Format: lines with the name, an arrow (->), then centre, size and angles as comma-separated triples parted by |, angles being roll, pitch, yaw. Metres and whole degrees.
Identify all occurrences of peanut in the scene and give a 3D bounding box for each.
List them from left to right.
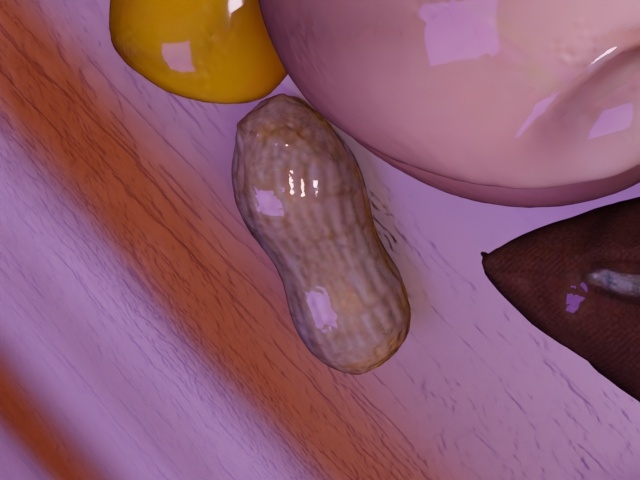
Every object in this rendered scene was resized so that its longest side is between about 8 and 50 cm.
peanut -> 0.000, 0.000, 0.947 | 0.087, 0.087, 0.207 | 9, 128, 51

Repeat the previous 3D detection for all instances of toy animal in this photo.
toy animal -> 0.098, -0.130, 0.563 | 0.247, 0.277, 0.345 | 34, 172, -28

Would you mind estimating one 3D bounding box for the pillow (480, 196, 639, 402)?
pillow -> 0.262, 0.048, 0.463 | 0.308, 0.305, 0.108 | 9, 88, 52
